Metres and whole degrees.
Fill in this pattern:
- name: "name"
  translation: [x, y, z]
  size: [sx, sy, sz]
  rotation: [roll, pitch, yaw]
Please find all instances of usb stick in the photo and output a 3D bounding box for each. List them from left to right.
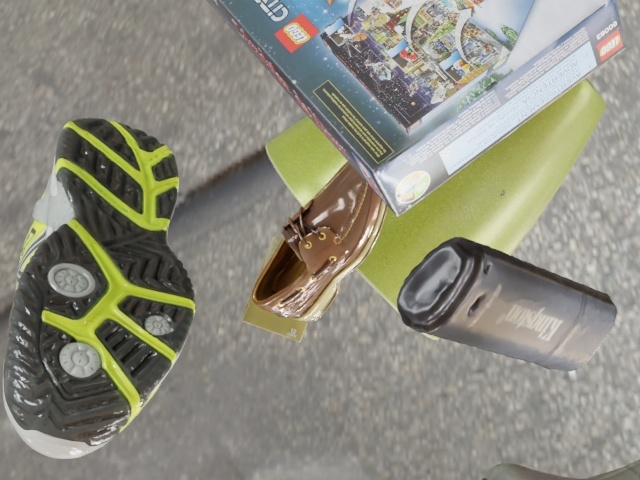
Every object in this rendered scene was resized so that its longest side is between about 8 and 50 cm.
- name: "usb stick"
  translation: [0.142, 0.051, 1.172]
  size: [0.077, 0.045, 0.278]
  rotation: [-48, 150, 14]

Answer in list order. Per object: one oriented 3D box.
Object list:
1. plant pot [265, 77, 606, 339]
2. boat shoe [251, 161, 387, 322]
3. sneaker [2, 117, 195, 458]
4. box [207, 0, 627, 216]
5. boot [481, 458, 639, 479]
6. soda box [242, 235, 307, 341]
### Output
- name: "plant pot"
  translation: [0.141, -0.095, 1.676]
  size: [0.293, 0.275, 0.275]
  rotation: [-42, 110, 8]
- name: "boat shoe"
  translation: [0.000, 0.000, 1.359]
  size: [0.060, 0.064, 0.178]
  rotation: [7, 130, -35]
- name: "sneaker"
  translation: [-0.189, 0.055, 1.348]
  size: [0.145, 0.385, 0.147]
  rotation: [18, 124, -10]
- name: "box"
  translation: [0.040, -0.140, 0.925]
  size: [0.159, 0.233, 0.044]
  rotation: [-37, 142, -3]
- name: "boot"
  translation: [0.235, 0.151, 1.105]
  size: [0.246, 0.083, 0.161]
  rotation: [22, 97, -22]
- name: "soda box"
  translation: [-0.034, 0.046, 1.608]
  size: [0.061, 0.181, 0.058]
  rotation: [21, 101, -2]
